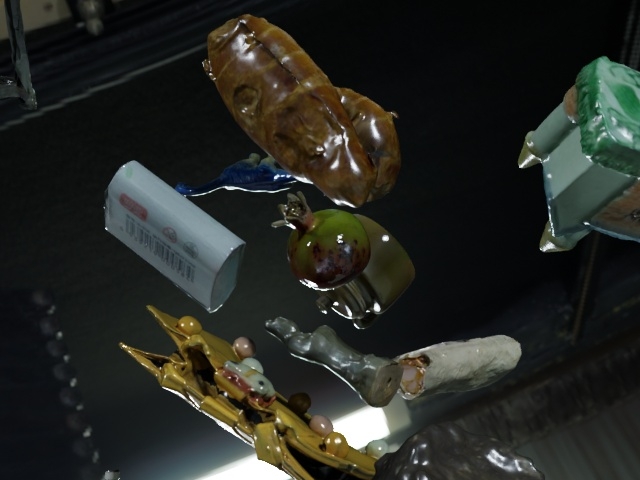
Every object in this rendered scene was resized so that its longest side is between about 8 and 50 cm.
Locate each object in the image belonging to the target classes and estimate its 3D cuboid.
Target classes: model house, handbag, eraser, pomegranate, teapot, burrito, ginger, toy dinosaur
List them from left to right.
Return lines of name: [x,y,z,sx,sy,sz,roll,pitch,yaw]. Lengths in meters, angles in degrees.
eraser: [-0.234,-0.004,1.500,0.081,0.227,0.174,-47,-13,-31]
toy dinosaur: [-0.123,-0.104,1.753,0.247,0.188,0.075,13,-64,12]
handbag: [-0.073,0.247,1.327,0.133,0.401,0.283,-55,-29,-5]
ginger: [-0.020,-0.219,1.611,0.176,0.418,0.254,-53,-19,25]
pomegranate: [0.005,0.004,1.388,0.129,0.129,0.159,-30,-35,6]
teapot: [0.064,0.078,1.819,0.175,0.185,0.268,-42,-44,-17]
burrito: [0.294,0.275,2.067,0.299,0.105,0.143,-2,-28,-38]
model house: [0.451,-0.101,1.537,0.267,0.194,0.325,16,-39,-20]

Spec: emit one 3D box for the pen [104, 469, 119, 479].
pen: [-0.360,0.494,1.604,0.025,0.204,0.025,1,-14,0]

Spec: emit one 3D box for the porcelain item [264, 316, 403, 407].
porcelain item: [0.011,0.160,1.337,0.081,0.215,0.069,10,-78,-57]

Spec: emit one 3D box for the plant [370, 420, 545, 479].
plant: [0.110,0.334,0.967,0.188,0.199,0.276,23,-64,-15]

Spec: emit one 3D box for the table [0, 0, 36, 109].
table: [-0.483,-0.231,0.877,0.335,0.222,0.272,-25,-60,-47]
